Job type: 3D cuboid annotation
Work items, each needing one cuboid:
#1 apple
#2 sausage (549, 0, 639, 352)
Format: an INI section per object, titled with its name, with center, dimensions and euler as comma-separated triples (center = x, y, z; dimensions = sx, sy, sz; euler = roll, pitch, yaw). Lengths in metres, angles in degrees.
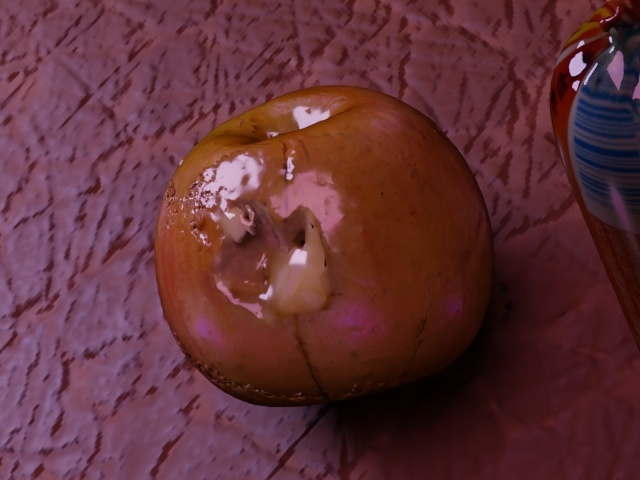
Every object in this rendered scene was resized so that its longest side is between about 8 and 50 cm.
[apple]
center = 0.000, 0.000, 0.768
dimensions = 0.146, 0.146, 0.146
euler = -11, 58, 18
[sausage]
center = 0.132, -0.001, 0.638
dimensions = 0.083, 0.264, 0.083
euler = -11, 54, 16
